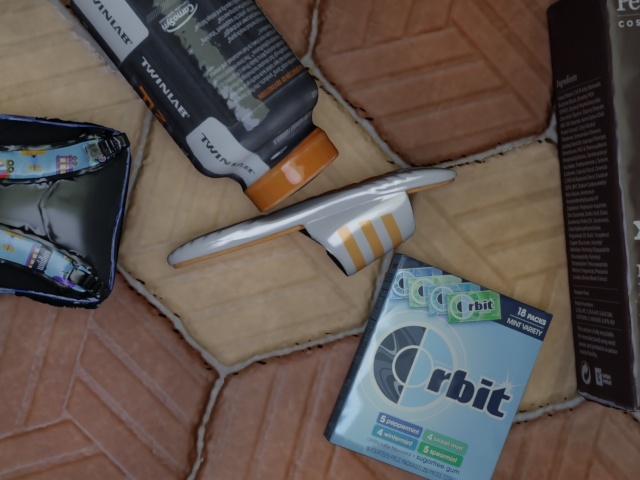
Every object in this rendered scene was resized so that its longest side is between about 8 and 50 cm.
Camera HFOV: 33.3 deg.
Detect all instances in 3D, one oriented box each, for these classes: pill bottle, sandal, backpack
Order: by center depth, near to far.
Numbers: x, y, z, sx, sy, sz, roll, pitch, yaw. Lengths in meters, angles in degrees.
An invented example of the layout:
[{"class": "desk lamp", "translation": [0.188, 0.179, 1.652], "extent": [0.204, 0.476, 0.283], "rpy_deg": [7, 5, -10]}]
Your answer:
[{"class": "backpack", "translation": [-0.252, -0.028, 0.895], "extent": [0.173, 0.117, 0.158], "rpy_deg": [7, 89, -10]}, {"class": "pill bottle", "translation": [-0.090, -0.144, 0.914], "extent": [0.130, 0.130, 0.245], "rpy_deg": [-38, 95, -7]}, {"class": "sandal", "translation": [-0.001, -0.001, 0.953], "extent": [0.265, 0.102, 0.076], "rpy_deg": [-18, 95, 0]}]

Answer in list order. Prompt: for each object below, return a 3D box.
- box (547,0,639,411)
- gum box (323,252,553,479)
[{"class": "box", "translation": [0.334, -0.046, 0.984], "extent": [0.191, 0.143, 0.381], "rpy_deg": [-5, 89, -9]}, {"class": "gum box", "translation": [0.110, 0.125, 0.995], "extent": [0.157, 0.041, 0.184], "rpy_deg": [22, 88, -9]}]
